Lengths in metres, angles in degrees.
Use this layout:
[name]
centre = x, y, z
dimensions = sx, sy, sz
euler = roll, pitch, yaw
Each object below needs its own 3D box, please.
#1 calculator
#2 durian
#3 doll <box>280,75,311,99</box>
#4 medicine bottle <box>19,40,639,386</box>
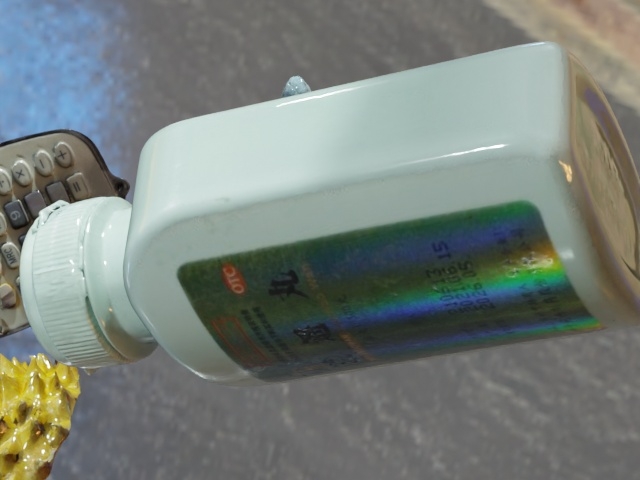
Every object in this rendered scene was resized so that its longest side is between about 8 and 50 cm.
[calculator]
centre = -0.308, -0.001, 1.817
dimensions = 0.268, 0.177, 0.040
euler = -23, 3, 2
[durian]
centre = -0.339, 0.196, 1.650
dimensions = 0.195, 0.185, 0.305
euler = 34, 61, -12
[doll]
centre = -0.031, -0.069, 1.722
dimensions = 0.075, 0.180, 0.120
euler = -25, 60, -14
[medicine bottle]
centre = 0.000, 0.000, 0.698
dimensions = 0.229, 0.121, 0.083
euler = -10, 54, 22
